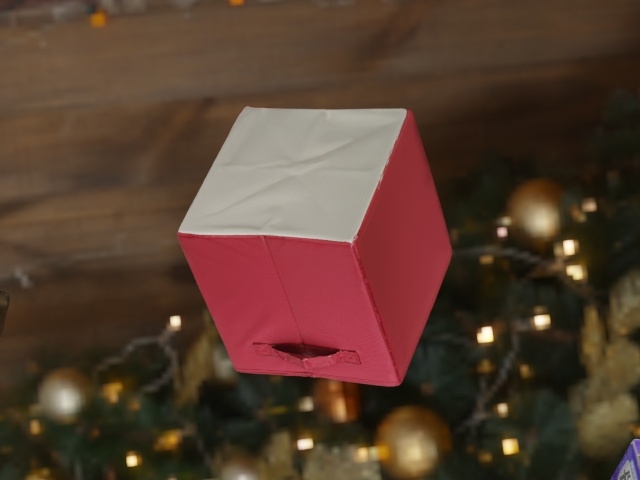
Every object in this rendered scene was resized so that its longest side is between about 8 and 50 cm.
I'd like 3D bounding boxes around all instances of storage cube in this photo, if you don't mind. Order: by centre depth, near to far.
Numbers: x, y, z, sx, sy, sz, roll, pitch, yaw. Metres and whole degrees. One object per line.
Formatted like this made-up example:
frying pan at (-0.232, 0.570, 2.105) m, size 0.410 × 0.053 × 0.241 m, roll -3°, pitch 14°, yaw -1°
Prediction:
storage cube at (0.000, 0.000, 1.655) m, size 0.193 × 0.183 × 0.215 m, roll 70°, pitch -147°, yaw -42°

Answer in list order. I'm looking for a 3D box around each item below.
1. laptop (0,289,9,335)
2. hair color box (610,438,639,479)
laptop at (-0.404, 0.212, 1.295) m, size 0.382 × 0.408 × 0.236 m, roll 125°, pitch 124°, yaw -84°
hair color box at (0.363, 0.342, 1.783) m, size 0.339 × 0.185 × 0.110 m, roll 107°, pitch 161°, yaw -48°
